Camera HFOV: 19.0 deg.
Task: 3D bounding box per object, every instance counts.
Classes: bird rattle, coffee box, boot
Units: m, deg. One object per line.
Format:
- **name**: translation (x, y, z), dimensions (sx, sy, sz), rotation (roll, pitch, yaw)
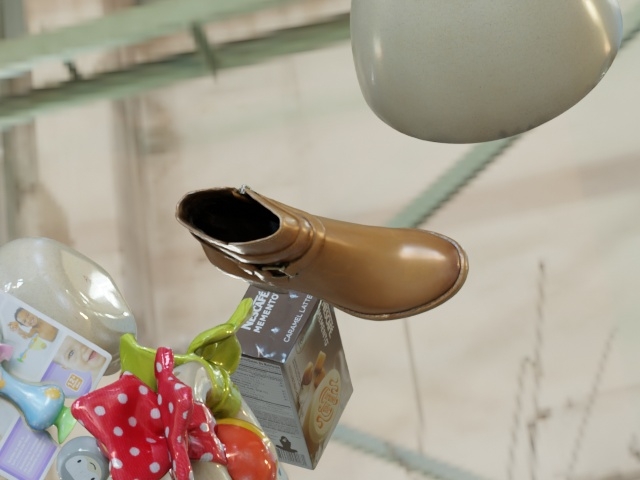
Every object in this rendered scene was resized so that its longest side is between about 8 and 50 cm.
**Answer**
- **bird rattle**: translation (-0.083, 0.155, 1.519), dimensions (0.143, 0.253, 0.207), rotation (-32, -76, 5)
- **coffee box**: translation (-0.042, 0.166, 2.477), dimensions (0.098, 0.141, 0.246), rotation (13, -36, 21)
- **boot**: translation (0.000, 0.000, 2.033), dimensions (0.283, 0.109, 0.220), rotation (10, -14, 22)

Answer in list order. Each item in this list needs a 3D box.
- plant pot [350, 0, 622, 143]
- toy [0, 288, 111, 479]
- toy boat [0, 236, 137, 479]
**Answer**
- **plant pot**: translation (0.149, -0.266, 1.938), dimensions (0.284, 0.284, 0.191), rotation (-14, -45, 10)
- **toy**: translation (-0.300, 0.094, 1.589), dimensions (0.237, 0.137, 0.056), rotation (33, -16, -15)
- **toy boat**: translation (-0.308, 0.145, 2.337), dimensions (0.148, 0.318, 0.267), rotation (-34, -24, 10)
